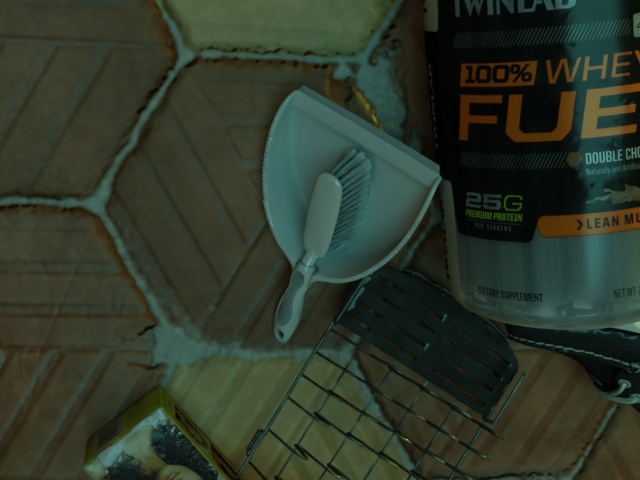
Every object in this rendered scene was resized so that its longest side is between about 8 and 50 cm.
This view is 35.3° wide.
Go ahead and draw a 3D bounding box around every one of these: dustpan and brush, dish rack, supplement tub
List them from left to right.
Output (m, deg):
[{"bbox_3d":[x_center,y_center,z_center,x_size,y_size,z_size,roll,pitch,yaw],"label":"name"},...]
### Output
[{"bbox_3d":[0.000,0.000,0.821,0.147,0.060,0.211,33,134,20],"label":"dustpan and brush"},{"bbox_3d":[0.057,0.168,0.850,0.208,0.074,0.271,34,85,-22],"label":"dish rack"},{"bbox_3d":[0.185,-0.119,0.759,0.207,0.207,0.337,-9,104,-7],"label":"supplement tub"}]

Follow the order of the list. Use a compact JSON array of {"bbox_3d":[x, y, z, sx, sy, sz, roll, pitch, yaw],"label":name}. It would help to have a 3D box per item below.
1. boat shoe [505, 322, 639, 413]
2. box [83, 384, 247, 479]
[{"bbox_3d":[0.296,0.110,0.880,0.303,0.114,0.091,11,95,-11],"label":"boat shoe"},{"bbox_3d":[-0.098,0.241,0.873,0.087,0.058,0.232,-40,107,1],"label":"box"}]
